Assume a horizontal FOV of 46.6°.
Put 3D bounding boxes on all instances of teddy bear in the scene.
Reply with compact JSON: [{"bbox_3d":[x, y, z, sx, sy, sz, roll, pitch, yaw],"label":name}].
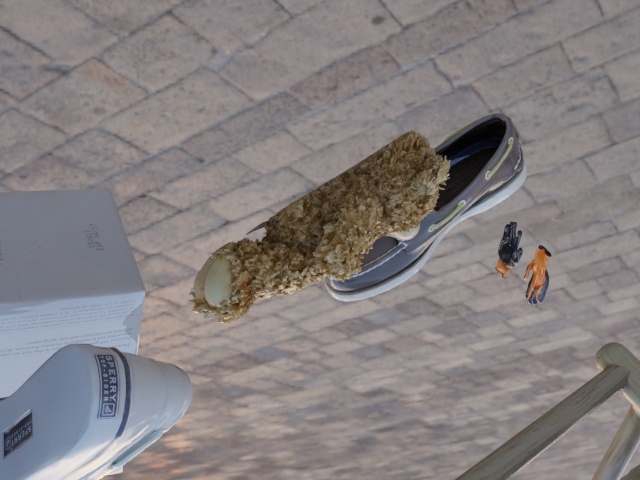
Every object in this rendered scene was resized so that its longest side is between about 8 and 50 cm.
[{"bbox_3d":[0.000,0.000,0.861,0.338,0.113,0.245,-33,-176,-31],"label":"teddy bear"}]

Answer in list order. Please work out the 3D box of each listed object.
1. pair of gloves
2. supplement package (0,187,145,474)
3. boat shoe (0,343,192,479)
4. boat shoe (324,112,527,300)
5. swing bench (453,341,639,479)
[{"bbox_3d":[0.216,0.024,0.788,0.010,0.083,0.074,-12,129,-20],"label":"pair of gloves"},{"bbox_3d":[-0.306,0.113,0.801,0.176,0.177,0.292,-5,130,-27],"label":"supplement package"},{"bbox_3d":[-0.193,0.144,0.549,0.088,0.096,0.268,13,141,-42],"label":"boat shoe"},{"bbox_3d":[0.130,-0.046,0.978,0.324,0.116,0.096,-35,140,-4],"label":"boat shoe"},{"bbox_3d":[0.139,0.205,0.286,0.253,0.255,0.165,-18,131,-41],"label":"swing bench"}]
